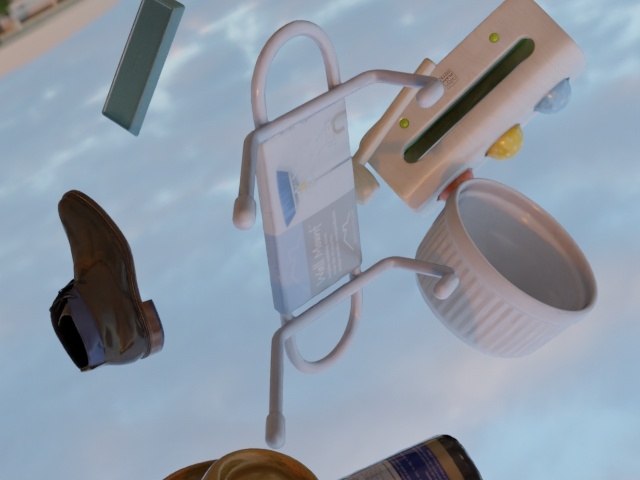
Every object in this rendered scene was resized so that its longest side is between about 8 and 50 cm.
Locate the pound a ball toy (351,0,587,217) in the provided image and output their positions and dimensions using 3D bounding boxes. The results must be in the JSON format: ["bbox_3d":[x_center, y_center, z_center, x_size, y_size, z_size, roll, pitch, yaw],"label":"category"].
[{"bbox_3d":[0.165,-0.139,1.573,0.319,0.136,0.208,-44,169,7],"label":"pound a ball toy"}]

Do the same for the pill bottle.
[{"bbox_3d":[0.040,0.265,1.166,0.219,0.123,0.123,-23,-159,-10],"label":"pill bottle"}]

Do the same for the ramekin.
[{"bbox_3d":[0.205,0.038,1.526,0.109,0.207,0.207,-50,-172,32],"label":"ramekin"}]

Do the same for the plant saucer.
[{"bbox_3d":[-0.239,-0.237,1.765,0.067,0.192,0.018,33,-160,24],"label":"plant saucer"}]

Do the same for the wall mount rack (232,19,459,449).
[{"bbox_3d":[0.000,0.000,1.155,0.130,0.350,0.304,15,-145,37],"label":"wall mount rack"}]

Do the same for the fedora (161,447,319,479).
[{"bbox_3d":[-0.047,0.212,0.958,0.194,0.079,0.194,11,-145,-8],"label":"fedora"}]

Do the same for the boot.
[{"bbox_3d":[-0.271,0.048,1.538,0.106,0.219,0.082,-24,172,-45],"label":"boot"}]
